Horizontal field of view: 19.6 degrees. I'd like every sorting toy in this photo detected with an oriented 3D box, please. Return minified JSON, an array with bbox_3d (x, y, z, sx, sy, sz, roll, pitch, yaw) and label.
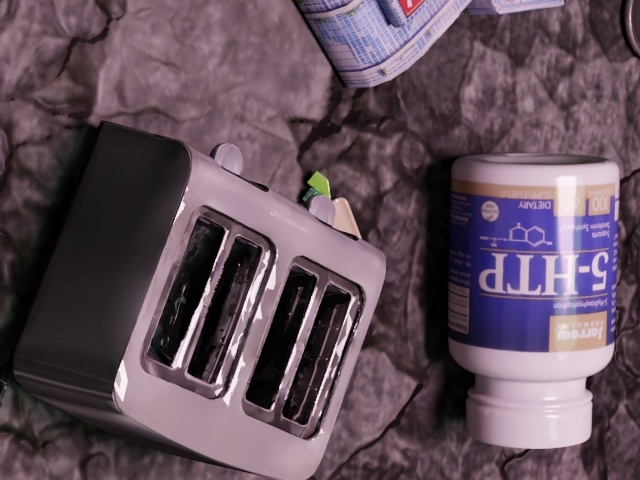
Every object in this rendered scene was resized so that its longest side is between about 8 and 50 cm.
[{"bbox_3d":[0.000,0.000,1.169,0.062,0.012,0.083,-37,119,-32],"label":"sorting toy"}]

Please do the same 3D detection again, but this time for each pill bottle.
[{"bbox_3d":[0.141,0.038,1.234,0.112,0.112,0.186,-7,100,-41],"label":"pill bottle"}]

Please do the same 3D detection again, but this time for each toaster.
[{"bbox_3d":[-0.072,0.043,1.045,0.168,0.110,0.185,29,77,-40],"label":"toaster"}]

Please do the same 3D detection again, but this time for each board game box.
[{"bbox_3d":[0.070,-0.193,1.175,0.194,0.060,0.194,-50,124,-26],"label":"board game box"}]

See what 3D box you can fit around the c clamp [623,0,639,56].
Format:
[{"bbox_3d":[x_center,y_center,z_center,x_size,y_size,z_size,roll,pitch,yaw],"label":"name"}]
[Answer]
[{"bbox_3d":[0.278,-0.181,1.393,0.137,0.022,0.160,18,85,-37],"label":"c clamp"}]
